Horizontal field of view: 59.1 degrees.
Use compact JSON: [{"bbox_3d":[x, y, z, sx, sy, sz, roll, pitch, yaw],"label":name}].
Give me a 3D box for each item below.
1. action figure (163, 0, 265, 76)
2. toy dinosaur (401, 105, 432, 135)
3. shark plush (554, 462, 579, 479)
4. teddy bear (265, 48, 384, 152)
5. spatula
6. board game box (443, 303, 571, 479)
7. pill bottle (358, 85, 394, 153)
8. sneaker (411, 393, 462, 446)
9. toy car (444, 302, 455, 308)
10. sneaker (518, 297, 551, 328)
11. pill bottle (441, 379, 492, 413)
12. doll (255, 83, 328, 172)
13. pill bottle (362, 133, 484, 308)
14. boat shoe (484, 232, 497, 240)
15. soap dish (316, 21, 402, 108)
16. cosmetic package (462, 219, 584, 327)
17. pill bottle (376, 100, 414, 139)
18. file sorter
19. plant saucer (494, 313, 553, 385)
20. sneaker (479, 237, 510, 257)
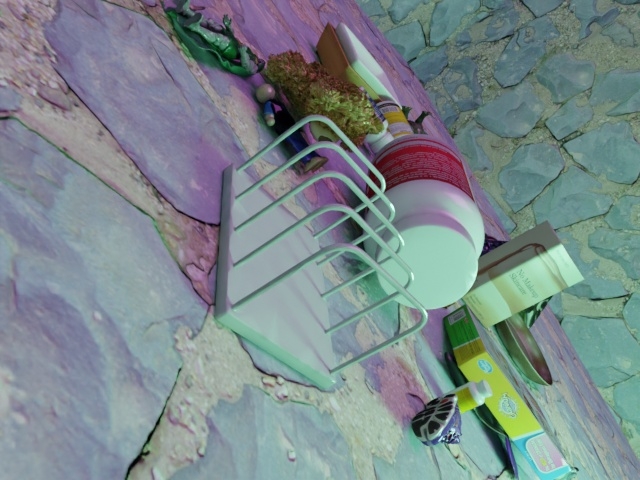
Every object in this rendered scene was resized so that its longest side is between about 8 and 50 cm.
[{"bbox_3d":[-0.169,-0.355,1.016,0.137,0.063,0.232,61,18,18],"label":"action figure"},{"bbox_3d":[0.268,-0.354,1.838,0.121,0.160,0.313,4,16,-35],"label":"toy dinosaur"},{"bbox_3d":[0.571,0.547,1.312,0.161,0.067,0.073,41,26,-34],"label":"shark plush"},{"bbox_3d":[-0.011,-0.272,1.122,0.338,0.113,0.245,49,-1,36],"label":"teddy bear"},{"bbox_3d":[0.324,0.346,1.117,0.296,0.030,0.084,56,18,-2],"label":"spatula"},{"bbox_3d":[0.390,0.315,1.208,0.316,0.064,0.242,53,13,-9],"label":"board game box"},{"bbox_3d":[0.125,-0.325,1.541,0.169,0.094,0.094,52,22,-11],"label":"pill bottle"},{"bbox_3d":[0.197,0.290,0.885,0.170,0.068,0.071,3,63,-65],"label":"sneaker"},{"bbox_3d":[0.280,0.108,1.341,0.122,0.040,0.060,40,27,-35],"label":"toy car"},{"bbox_3d":[0.708,0.183,2.019,0.182,0.158,0.410,37,-5,33],"label":"sneaker"},{"bbox_3d":[0.262,0.279,1.008,0.043,0.083,0.043,45,25,-27],"label":"pill bottle"},{"bbox_3d":[-0.061,-0.213,1.060,0.189,0.046,0.129,54,19,4],"label":"doll"},{"bbox_3d":[0.201,-0.048,1.138,0.229,0.229,0.407,49,23,-19],"label":"pill bottle"},{"bbox_3d":[0.557,0.008,1.973,0.335,0.112,0.095,13,52,-55],"label":"boat shoe"},{"bbox_3d":[0.115,-0.502,1.733,0.291,0.118,0.229,32,33,-47],"label":"soap dish"},{"bbox_3d":[0.542,0.097,1.562,0.153,0.296,0.129,47,22,-22],"label":"cosmetic package"},{"bbox_3d":[0.215,-0.298,1.662,0.119,0.119,0.208,28,36,-51],"label":"pill bottle"},{"bbox_3d":[0.000,0.000,0.724,0.193,0.173,0.277,42,26,-35],"label":"file sorter"},{"bbox_3d":[0.620,0.316,1.762,0.310,0.050,0.310,46,23,-26],"label":"plant saucer"},{"bbox_3d":[0.543,0.028,1.756,0.319,0.131,0.112,14,61,-23],"label":"sneaker"}]
